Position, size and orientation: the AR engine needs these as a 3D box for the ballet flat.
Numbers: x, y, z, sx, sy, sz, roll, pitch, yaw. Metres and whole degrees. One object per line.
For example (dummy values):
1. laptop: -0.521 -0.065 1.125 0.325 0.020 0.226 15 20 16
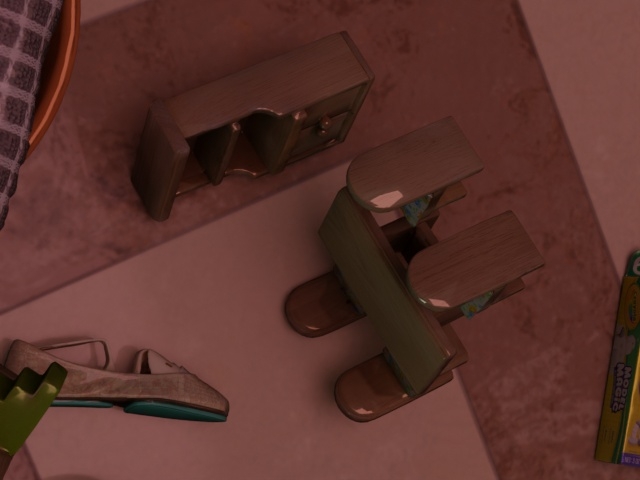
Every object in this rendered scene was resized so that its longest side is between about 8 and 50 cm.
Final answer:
1. ballet flat: -0.139 0.096 1.107 0.168 0.057 0.052 8 77 -23

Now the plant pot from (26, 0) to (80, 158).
1. plant pot: -0.311 -0.137 0.954 0.291 0.203 0.290 0 89 -23

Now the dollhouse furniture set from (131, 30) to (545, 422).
1. dollhouse furniture set: 0.000 0.000 1.089 0.161 0.212 0.242 -24 72 -23

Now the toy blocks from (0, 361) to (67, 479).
1. toy blocks: -0.307 0.088 0.881 0.261 0.381 0.190 35 96 -8

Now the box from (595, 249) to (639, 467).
1. box: 0.293 0.102 1.299 0.105 0.043 0.179 11 83 -23

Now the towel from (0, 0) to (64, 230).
1. towel: -0.274 -0.133 0.795 0.284 0.121 0.235 16 83 -22
